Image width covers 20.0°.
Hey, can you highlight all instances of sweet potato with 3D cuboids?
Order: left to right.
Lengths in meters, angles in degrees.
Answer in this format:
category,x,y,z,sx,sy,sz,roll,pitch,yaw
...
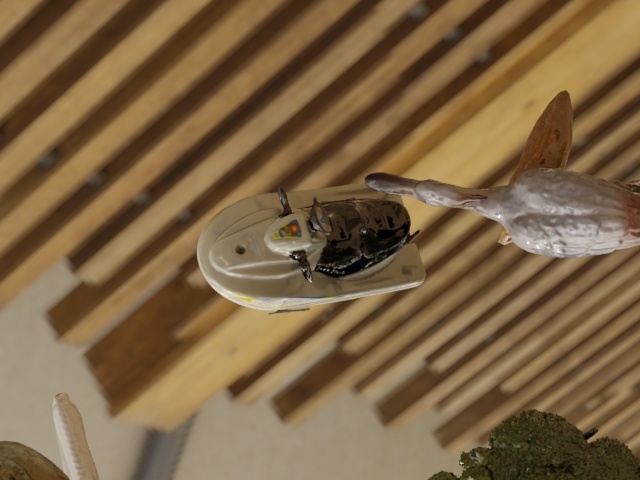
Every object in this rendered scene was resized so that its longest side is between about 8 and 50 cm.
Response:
category,x,y,z,sx,sy,sz,roll,pitch,yaw
sweet potato,0.255,-0.084,2.107,0.058,0.055,0.202,29,-113,-11

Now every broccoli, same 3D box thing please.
category,x,y,z,sx,sy,sz,roll,pitch,yaw
broccoli,0.260,0.347,2.164,0.321,0.304,0.283,51,154,-19

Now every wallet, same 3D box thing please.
category,x,y,z,sx,sy,sz,roll,pitch,yaw
wallet,-0.246,0.253,1.887,0.183,0.032,0.124,-119,23,-49

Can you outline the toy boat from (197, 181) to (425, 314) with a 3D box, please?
category,x,y,z,sx,sy,sz,roll,pitch,yaw
toy boat,0.001,0.002,1.976,0.269,0.141,0.141,-4,-126,-44

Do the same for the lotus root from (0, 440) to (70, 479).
category,x,y,z,sx,sy,sz,roll,pitch,yaw
lotus root,-0.302,0.293,1.613,0.175,0.349,0.175,12,-128,-16

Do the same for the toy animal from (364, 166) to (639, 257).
category,x,y,z,sx,sy,sz,roll,pitch,yaw
toy animal,0.231,-0.030,1.858,0.324,0.090,0.195,3,-176,-28
